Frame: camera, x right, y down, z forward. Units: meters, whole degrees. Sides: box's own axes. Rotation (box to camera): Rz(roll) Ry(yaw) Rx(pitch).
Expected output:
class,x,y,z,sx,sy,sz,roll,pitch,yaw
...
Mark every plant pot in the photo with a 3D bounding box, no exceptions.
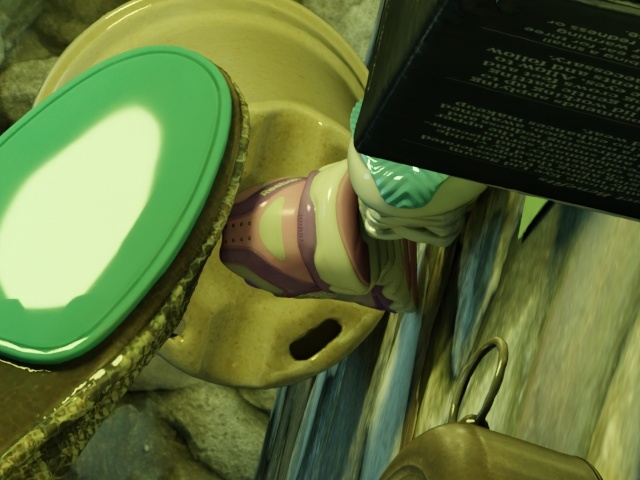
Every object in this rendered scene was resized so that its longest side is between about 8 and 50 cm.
class,x,y,z,sx,sy,sz,roll,pitch,yaw
plant pot,-0.069,-0.027,1.584,0.305,0.333,0.334,-129,52,-72

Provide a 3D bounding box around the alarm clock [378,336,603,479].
class,x,y,z,sx,sy,sz,roll,pitch,yaw
alarm clock,0.042,0.108,0.617,0.129,0.064,0.192,122,165,-47

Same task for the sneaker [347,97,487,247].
class,x,y,z,sx,sy,sz,roll,pitch,yaw
sneaker,0.059,-0.038,1.071,0.229,0.087,0.092,-59,-23,-75

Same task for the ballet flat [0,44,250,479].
class,x,y,z,sx,sy,sz,roll,pitch,yaw
ballet flat,-0.195,0.098,1.105,0.483,0.164,0.182,-57,-20,-31

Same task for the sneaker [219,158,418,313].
class,x,y,z,sx,sy,sz,roll,pitch,yaw
sneaker,0.000,0.000,1.237,0.236,0.104,0.095,20,-117,-73

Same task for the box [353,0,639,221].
class,x,y,z,sx,sy,sz,roll,pitch,yaw
box,0.084,-0.097,0.483,0.207,0.108,0.153,121,162,-82

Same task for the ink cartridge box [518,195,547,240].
class,x,y,z,sx,sy,sz,roll,pitch,yaw
ink cartridge box,0.101,-0.112,0.823,0.235,0.056,0.171,120,163,-73
